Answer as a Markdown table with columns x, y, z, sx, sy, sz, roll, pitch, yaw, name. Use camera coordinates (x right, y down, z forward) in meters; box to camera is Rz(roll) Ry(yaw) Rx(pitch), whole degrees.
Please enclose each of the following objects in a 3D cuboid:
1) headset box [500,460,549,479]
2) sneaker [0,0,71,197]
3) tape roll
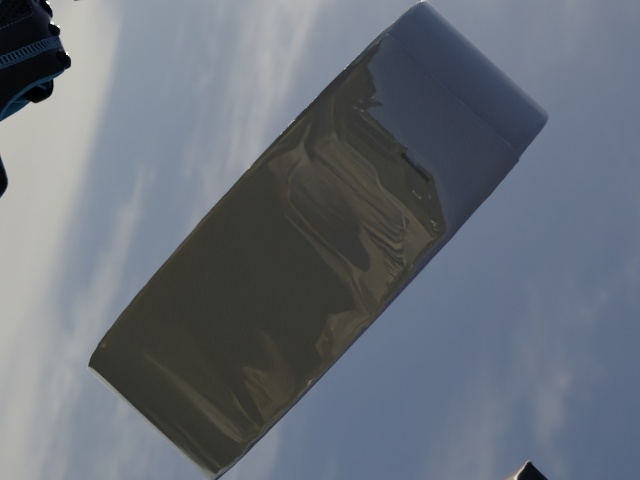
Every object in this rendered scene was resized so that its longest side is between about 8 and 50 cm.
| x | y | z | sx | sy | sz | roll | pitch | yaw | name |
| --- | --- | --- | --- | --- | --- | --- | --- | --- | --- |
| 0.137 | 0.308 | 1.303 | 0.293 | 0.218 | 0.110 | -44 | -176 | 43 | headset box |
| -0.243 | -0.165 | 1.312 | 0.125 | 0.140 | 0.341 | -36 | -150 | 59 | sneaker |
| 0.000 | 0.000 | 1.026 | 0.286 | 0.100 | 0.286 | -47 | 179 | -1 | tape roll |
